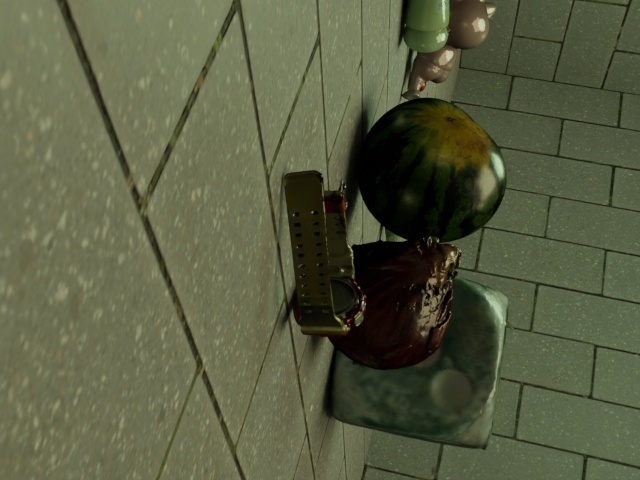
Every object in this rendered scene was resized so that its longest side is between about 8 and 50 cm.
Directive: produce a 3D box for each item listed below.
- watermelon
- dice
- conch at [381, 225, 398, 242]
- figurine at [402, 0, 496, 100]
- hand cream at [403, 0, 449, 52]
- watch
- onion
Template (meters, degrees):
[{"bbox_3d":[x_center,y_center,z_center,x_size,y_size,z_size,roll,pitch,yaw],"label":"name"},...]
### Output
[{"bbox_3d":[0.193,-0.118,1.503,0.269,0.269,0.269,11,90,-80],"label":"watermelon"},{"bbox_3d":[0.219,0.253,1.803,0.330,0.348,0.328,67,34,-75],"label":"dice"},{"bbox_3d":[0.233,-0.135,1.999,0.203,0.169,0.386,-22,124,-48],"label":"conch"},{"bbox_3d":[0.272,-0.467,1.981,0.176,0.186,0.287,2,125,-42],"label":"figurine"},{"bbox_3d":[0.220,-0.526,1.690,0.147,0.093,0.306,-82,175,-53],"label":"hand cream"},{"bbox_3d":[0.001,0.003,1.105,0.165,0.102,0.268,-76,163,-59],"label":"watch"},{"bbox_3d":[0.122,0.099,1.459,0.281,0.221,0.281,-51,176,-5],"label":"onion"}]
